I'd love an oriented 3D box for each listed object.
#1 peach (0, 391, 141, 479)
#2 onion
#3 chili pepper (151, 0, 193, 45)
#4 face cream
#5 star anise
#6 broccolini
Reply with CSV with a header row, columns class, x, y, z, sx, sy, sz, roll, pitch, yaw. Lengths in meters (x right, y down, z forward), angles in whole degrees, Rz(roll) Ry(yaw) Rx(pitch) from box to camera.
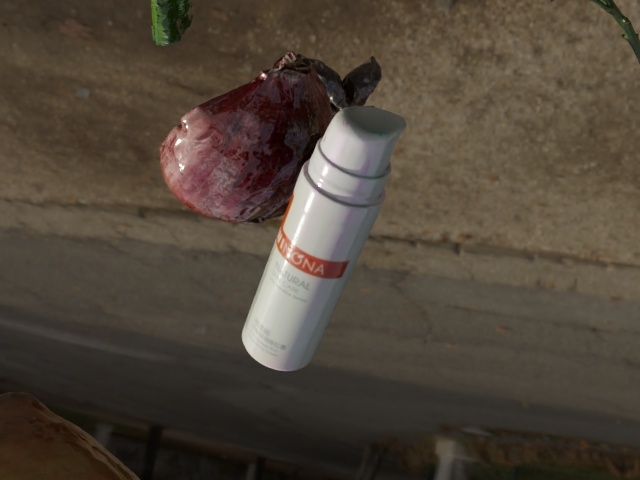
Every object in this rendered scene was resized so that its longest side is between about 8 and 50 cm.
class,x,y,z,sx,sy,sz,roll,pitch,yaw
peach,-0.220,0.224,0.739,0.233,0.232,0.232,11,166,3
onion,-0.075,-0.116,1.247,0.227,0.120,0.283,-4,146,-30
chili pepper,-0.199,-0.381,1.345,0.076,0.085,0.359,40,161,1
face cream,0.000,0.000,1.120,0.102,0.102,0.345,14,125,-10
star anise,0.045,-0.166,1.367,0.148,0.218,0.227,38,180,-34
broccolini,0.340,-0.266,1.155,0.194,0.054,0.052,35,136,-15
